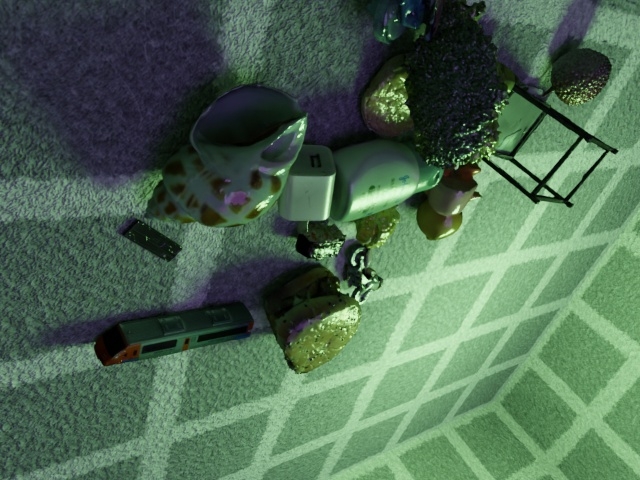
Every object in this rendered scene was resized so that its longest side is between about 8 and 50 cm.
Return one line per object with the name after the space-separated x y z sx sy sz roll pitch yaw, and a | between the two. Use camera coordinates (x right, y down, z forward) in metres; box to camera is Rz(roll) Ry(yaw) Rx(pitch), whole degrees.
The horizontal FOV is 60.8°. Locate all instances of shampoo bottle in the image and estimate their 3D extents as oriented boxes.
0.170 -0.173 1.424 0.349 0.151 0.222 -19 141 -27 | shampoo bottle

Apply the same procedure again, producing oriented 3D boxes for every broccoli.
0.350 -0.331 1.305 0.353 0.275 0.397 -58 156 5 | broccoli

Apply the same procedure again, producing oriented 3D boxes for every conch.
-0.195 -0.150 1.095 0.368 0.197 0.249 -33 110 -14 | conch

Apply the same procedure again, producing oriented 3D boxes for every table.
0.653 -0.266 1.601 0.335 0.272 0.222 -2 132 -50 | table

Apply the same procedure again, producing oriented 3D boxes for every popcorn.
0.157 -0.046 1.558 0.162 0.135 0.141 3 105 -28 | popcorn

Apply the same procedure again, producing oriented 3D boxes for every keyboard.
-0.379 0.003 1.243 0.053 0.010 0.155 -43 143 2 | keyboard

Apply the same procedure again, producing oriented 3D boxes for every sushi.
0.000 0.000 1.507 0.150 0.090 0.078 -4 134 -41 | sushi

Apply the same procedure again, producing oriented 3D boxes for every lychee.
0.754 -0.481 1.615 0.197 0.165 0.165 -18 162 41 | lychee

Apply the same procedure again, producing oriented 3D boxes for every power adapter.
-0.040 -0.110 1.307 0.125 0.130 0.205 -1 134 -9 | power adapter

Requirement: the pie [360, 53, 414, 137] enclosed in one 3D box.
0.180 -0.347 1.334 0.185 0.052 0.218 -24 142 -23 | pie

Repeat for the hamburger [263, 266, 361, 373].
-0.023 0.234 1.645 0.277 0.195 0.318 -32 145 -8 | hamburger

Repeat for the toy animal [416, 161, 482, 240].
0.379 -0.112 1.660 0.195 0.169 0.281 14 136 2 | toy animal

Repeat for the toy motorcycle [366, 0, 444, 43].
0.165 -0.554 1.047 0.182 0.241 0.319 8 138 5 | toy motorcycle

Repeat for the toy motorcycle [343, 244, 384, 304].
0.142 0.099 1.741 0.130 0.094 0.229 -26 129 -26 | toy motorcycle

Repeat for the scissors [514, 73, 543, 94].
0.590 -0.441 1.614 0.204 0.027 0.101 -7 133 -34 | scissors

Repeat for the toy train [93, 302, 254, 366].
-0.372 0.238 1.431 0.409 0.086 0.089 -5 130 -38 | toy train
